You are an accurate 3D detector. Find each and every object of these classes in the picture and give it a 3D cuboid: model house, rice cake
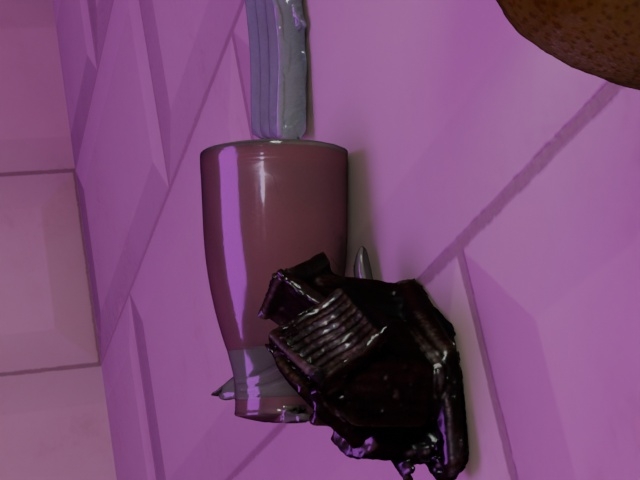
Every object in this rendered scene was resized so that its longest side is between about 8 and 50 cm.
[{"bbox_3d":[0.023,0.100,1.064,0.203,0.164,0.141,-127,42,-61],"label":"model house"},{"bbox_3d":[-0.051,-0.225,1.389,0.127,0.043,0.237,-172,78,-72],"label":"rice cake"}]

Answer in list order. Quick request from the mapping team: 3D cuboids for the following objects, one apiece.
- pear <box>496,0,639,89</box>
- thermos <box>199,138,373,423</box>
[{"bbox_3d":[0.157,-0.164,0.549,0.211,0.188,0.228,119,140,-55],"label":"pear"},{"bbox_3d":[-0.029,0.042,1.226,0.146,0.176,0.265,13,-107,-67],"label":"thermos"}]
